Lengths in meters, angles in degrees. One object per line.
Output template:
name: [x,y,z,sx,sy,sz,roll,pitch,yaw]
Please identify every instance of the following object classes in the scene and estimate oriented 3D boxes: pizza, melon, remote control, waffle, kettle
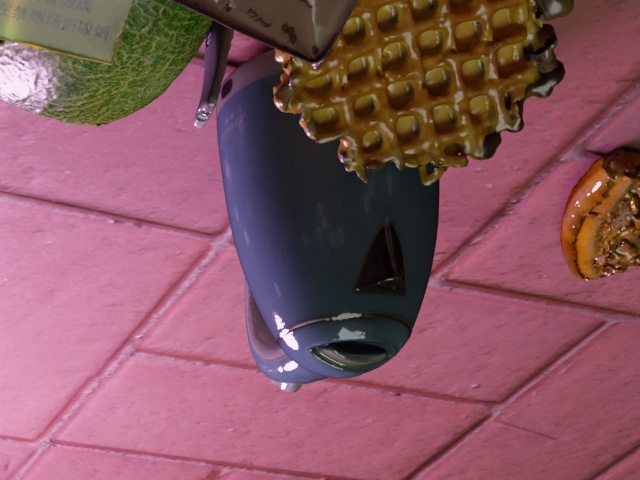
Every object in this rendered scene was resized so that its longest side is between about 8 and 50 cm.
pizza: [0.433,-0.015,2.178,0.288,0.074,0.251,11,147,-22]
melon: [-0.199,-0.238,1.654,0.196,0.124,0.323,12,146,-35]
remote control: [-0.107,-0.196,1.684,0.027,0.184,0.050,19,142,-14]
waffle: [0.105,-0.201,1.690,0.329,0.062,0.329,-6,111,-17]
kettle: [0.000,0.000,1.851,0.247,0.342,0.319,7,154,-26]

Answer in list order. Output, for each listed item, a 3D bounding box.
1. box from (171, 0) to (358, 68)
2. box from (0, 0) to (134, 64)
box: [-0.050,-0.330,1.349,0.225,0.190,0.297,21,107,-38]
box: [-0.221,-0.315,1.483,0.173,0.043,0.311,11,119,-25]
